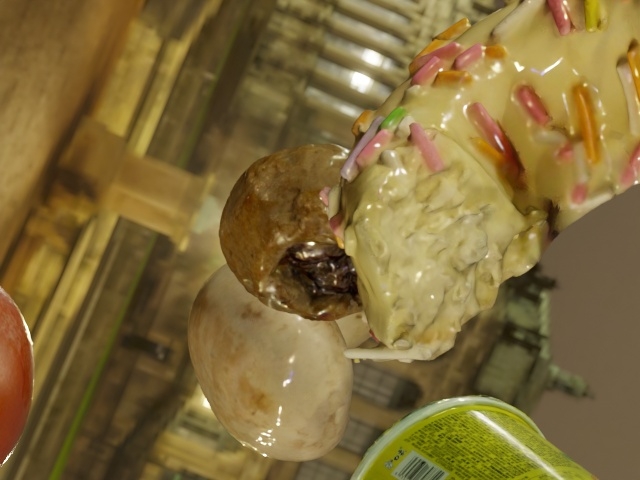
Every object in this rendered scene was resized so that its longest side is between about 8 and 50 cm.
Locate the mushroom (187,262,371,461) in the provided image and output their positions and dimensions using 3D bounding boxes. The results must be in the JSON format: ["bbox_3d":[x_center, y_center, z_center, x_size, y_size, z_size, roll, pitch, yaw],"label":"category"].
[{"bbox_3d":[-0.025,0.148,1.931,0.290,0.297,0.297,-24,171,-17],"label":"mushroom"}]

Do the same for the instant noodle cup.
[{"bbox_3d":[0.188,0.333,1.405,0.221,0.311,0.311,22,-91,59],"label":"instant noodle cup"}]

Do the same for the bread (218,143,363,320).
[{"bbox_3d":[0.000,0.000,1.526,0.230,0.230,0.123,118,-15,-49],"label":"bread"}]

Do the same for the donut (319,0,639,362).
[{"bbox_3d":[0.177,-0.082,0.930,0.371,0.150,0.307,-24,-158,25],"label":"donut"}]

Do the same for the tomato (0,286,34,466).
[{"bbox_3d":[-0.417,0.125,1.412,0.265,0.265,0.264,-157,-90,-85],"label":"tomato"}]
